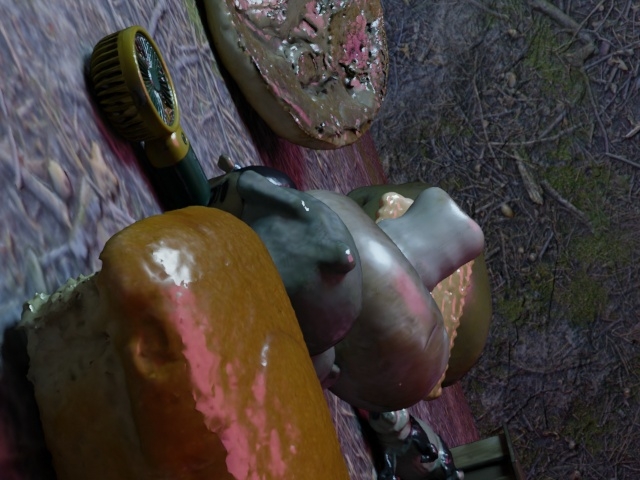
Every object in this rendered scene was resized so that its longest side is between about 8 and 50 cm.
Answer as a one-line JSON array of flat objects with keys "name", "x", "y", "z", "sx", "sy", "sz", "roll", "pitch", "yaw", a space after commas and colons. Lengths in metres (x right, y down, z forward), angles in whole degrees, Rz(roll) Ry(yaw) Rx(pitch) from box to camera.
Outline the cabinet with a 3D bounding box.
[{"name": "cabinet", "x": 0.257, "y": 0.435, "z": 1.435, "sx": 0.148, "sy": 0.174, "sz": 0.215, "roll": -71, "pitch": 140, "yaw": -75}]

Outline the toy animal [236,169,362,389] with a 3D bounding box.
[{"name": "toy animal", "x": -0.028, "y": 0.074, "z": 0.706, "sx": 0.127, "sy": 0.125, "sz": 0.251, "roll": 53, "pitch": -18, "yaw": 38}]

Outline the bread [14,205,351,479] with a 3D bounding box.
[{"name": "bread", "x": -0.057, "y": 0.106, "z": 0.455, "sx": 0.174, "sy": 0.121, "sz": 0.246, "roll": -12, "pitch": 85, "yaw": -82}]

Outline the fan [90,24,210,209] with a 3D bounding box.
[{"name": "fan", "x": -0.124, "y": -0.084, "z": 0.668, "sx": 0.082, "sy": 0.039, "sz": 0.155, "roll": -95, "pitch": 165, "yaw": -55}]

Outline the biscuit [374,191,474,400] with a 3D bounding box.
[{"name": "biscuit", "x": 0.116, "y": 0.073, "z": 1.170, "sx": 0.030, "sy": 0.160, "sz": 0.250, "roll": -24, "pitch": -133, "yaw": 67}]

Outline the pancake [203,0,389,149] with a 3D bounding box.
[{"name": "pancake", "x": -0.025, "y": -0.300, "z": 1.172, "sx": 0.387, "sy": 0.082, "sz": 0.387, "roll": 20, "pitch": 64, "yaw": -50}]

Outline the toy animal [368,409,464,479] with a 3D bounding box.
[{"name": "toy animal", "x": 0.122, "y": 0.284, "z": 1.208, "sx": 0.225, "sy": 0.094, "sz": 0.121, "roll": 47, "pitch": 14, "yaw": -46}]

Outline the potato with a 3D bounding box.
[{"name": "potato", "x": 0.136, "y": 0.057, "z": 1.324, "sx": 0.243, "sy": 0.221, "sz": 0.326, "roll": 48, "pitch": 31, "yaw": -59}]

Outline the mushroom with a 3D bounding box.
[{"name": "mushroom", "x": 0.064, "y": 0.040, "z": 0.892, "sx": 0.243, "sy": 0.243, "sz": 0.244, "roll": -18, "pitch": 90, "yaw": -80}]

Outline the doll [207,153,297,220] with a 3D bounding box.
[{"name": "doll", "x": -0.069, "y": -0.027, "z": 0.775, "sx": 0.179, "sy": 0.089, "sz": 0.102, "roll": 146, "pitch": -73, "yaw": -76}]
